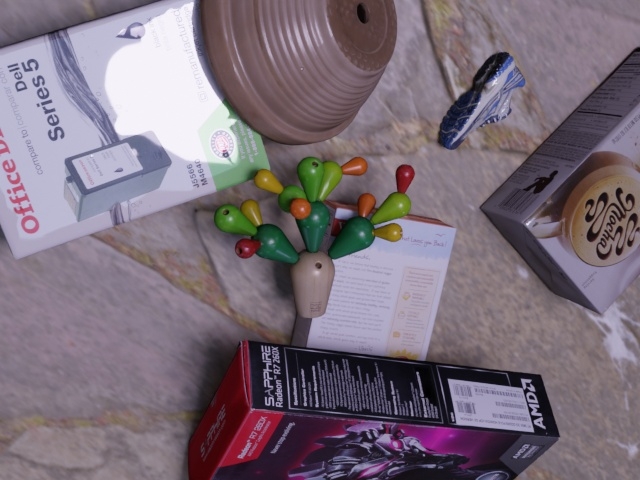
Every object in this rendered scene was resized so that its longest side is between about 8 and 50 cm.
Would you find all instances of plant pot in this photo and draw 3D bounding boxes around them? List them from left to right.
[{"bbox_3d":[0.002,-0.219,0.862,0.237,0.110,0.237,5,84,-51],"label":"plant pot"}]

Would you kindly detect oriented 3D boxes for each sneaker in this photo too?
[{"bbox_3d":[0.201,-0.158,1.029,0.058,0.052,0.135,38,89,-25],"label":"sneaker"}]

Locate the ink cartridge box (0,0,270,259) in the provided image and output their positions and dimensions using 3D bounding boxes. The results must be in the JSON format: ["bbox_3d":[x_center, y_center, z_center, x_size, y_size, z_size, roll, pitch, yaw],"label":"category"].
[{"bbox_3d":[-0.215,-0.123,0.871,0.273,0.115,0.198,-21,108,-12],"label":"ink cartridge box"}]

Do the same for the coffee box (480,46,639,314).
[{"bbox_3d":[0.373,-0.080,1.062,0.297,0.119,0.168,-45,109,-3],"label":"coffee box"}]

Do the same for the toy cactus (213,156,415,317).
[{"bbox_3d":[0.000,0.000,0.910,0.219,0.112,0.180,-12,118,-27],"label":"toy cactus"}]

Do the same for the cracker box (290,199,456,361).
[{"bbox_3d":[0.058,0.078,1.027,0.156,0.067,0.232,9,100,-19],"label":"cracker box"}]

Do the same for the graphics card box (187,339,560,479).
[{"bbox_3d":[0.055,0.231,0.988,0.371,0.094,0.232,9,136,-20],"label":"graphics card box"}]
